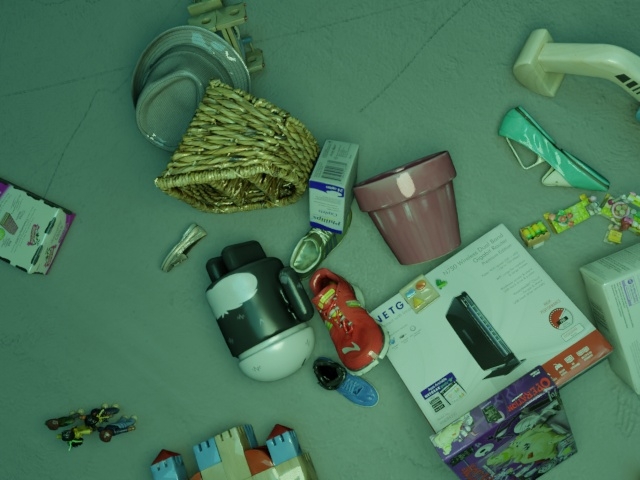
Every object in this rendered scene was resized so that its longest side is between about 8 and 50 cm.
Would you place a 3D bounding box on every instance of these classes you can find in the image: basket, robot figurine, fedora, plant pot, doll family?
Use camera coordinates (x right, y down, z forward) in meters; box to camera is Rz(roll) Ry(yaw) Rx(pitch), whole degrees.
[{"bbox_3d":[-0.135,-0.129,1.067,0.213,0.299,0.223,26,85,8],"label":"basket"},{"bbox_3d":[-0.120,0.142,1.103,0.173,0.209,0.278,-25,80,-13],"label":"robot figurine"},{"bbox_3d":[-0.284,-0.287,1.132,0.243,0.124,0.275,41,119,-17],"label":"fedora"},{"bbox_3d":[0.185,-0.057,1.081,0.201,0.201,0.180,-21,98,5],"label":"plant pot"},{"bbox_3d":[-0.479,0.387,1.151,0.192,0.111,0.076,-16,82,5],"label":"doll family"}]

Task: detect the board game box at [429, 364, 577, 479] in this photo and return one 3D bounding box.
[{"bbox_3d":[0.330,0.353,0.950,0.208,0.347,0.056,-32,46,6],"label":"board game box"}]

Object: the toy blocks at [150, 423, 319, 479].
[{"bbox_3d":[-0.157,0.489,1.081,0.381,0.191,0.261,-25,70,5],"label":"toy blocks"}]

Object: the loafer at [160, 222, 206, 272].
[{"bbox_3d":[-0.298,0.021,1.202,0.039,0.045,0.125,35,87,3],"label":"loafer"}]

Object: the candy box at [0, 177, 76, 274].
[{"bbox_3d":[-0.697,-0.041,1.246,0.233,0.071,0.159,25,87,10],"label":"candy box"}]

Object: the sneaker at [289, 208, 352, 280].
[{"bbox_3d":[0.000,0.000,1.141,0.064,0.086,0.192,36,89,10],"label":"sneaker"}]

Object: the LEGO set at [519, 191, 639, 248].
[{"bbox_3d":[0.543,-0.037,1.063,0.286,0.107,0.132,8,85,8],"label":"LEGO set"}]

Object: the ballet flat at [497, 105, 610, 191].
[{"bbox_3d":[0.458,-0.164,1.112,0.247,0.083,0.087,44,115,10],"label":"ballet flat"}]

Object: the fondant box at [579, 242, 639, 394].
[{"bbox_3d":[0.675,0.102,0.998,0.330,0.096,0.239,-23,105,6],"label":"fondant box"}]

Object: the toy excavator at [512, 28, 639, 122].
[{"bbox_3d":[0.639,-0.274,1.001,0.444,0.433,0.223,28,88,-19],"label":"toy excavator"}]

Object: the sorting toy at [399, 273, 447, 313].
[{"bbox_3d":[0.200,0.093,1.056,0.083,0.012,0.062,-38,60,1],"label":"sorting toy"}]

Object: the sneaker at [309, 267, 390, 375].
[{"bbox_3d":[0.035,0.143,1.030,0.107,0.279,0.118,-45,118,6],"label":"sneaker"}]

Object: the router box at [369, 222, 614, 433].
[{"bbox_3d":[0.298,0.183,1.037,0.335,0.082,0.301,-35,61,2],"label":"router box"}]

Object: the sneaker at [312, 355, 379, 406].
[{"bbox_3d":[0.049,0.288,1.105,0.152,0.084,0.058,36,89,9],"label":"sneaker"}]

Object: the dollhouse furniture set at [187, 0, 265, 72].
[{"bbox_3d":[-0.209,-0.470,1.220,0.128,0.129,0.184,-14,53,5],"label":"dollhouse furniture set"}]

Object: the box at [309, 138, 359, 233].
[{"bbox_3d":[0.027,-0.107,1.094,0.072,0.137,0.126,12,52,10],"label":"box"}]
